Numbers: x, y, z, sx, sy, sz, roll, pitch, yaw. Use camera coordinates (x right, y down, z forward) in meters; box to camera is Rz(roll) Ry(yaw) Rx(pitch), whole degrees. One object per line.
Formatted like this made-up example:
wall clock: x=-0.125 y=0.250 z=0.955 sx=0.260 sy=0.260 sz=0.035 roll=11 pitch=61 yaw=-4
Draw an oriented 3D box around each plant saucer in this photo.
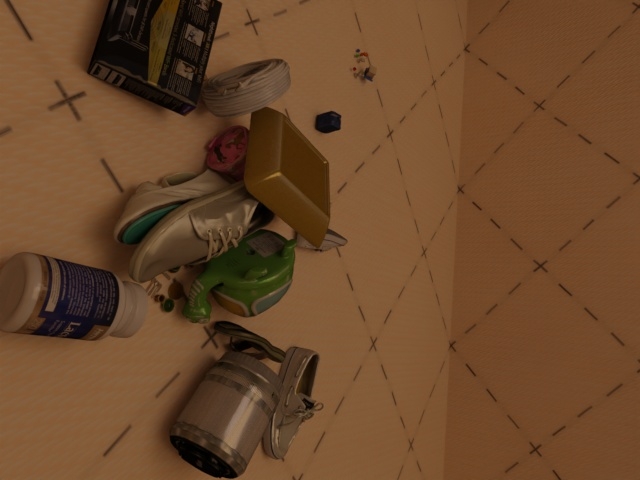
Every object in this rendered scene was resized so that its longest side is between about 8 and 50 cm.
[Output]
plant saucer: x=-0.069 y=-0.196 z=1.392 sx=0.333 sy=0.080 sz=0.333 roll=41 pitch=36 yaw=-41

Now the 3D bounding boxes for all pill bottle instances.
pill bottle: x=-0.502 y=0.125 z=1.002 sx=0.264 sy=0.153 sz=0.153 roll=24 pitch=69 yaw=-52

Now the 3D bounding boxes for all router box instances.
router box: x=-0.391 y=-0.496 z=1.181 sx=0.242 sy=0.081 sz=0.309 roll=20 pitch=73 yaw=-34

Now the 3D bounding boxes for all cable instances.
cable: x=-0.203 y=-0.430 z=1.360 sx=0.257 sy=0.257 sz=0.089 roll=-33 pitch=123 yaw=-24

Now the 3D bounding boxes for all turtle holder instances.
turtle holder: x=-0.208 y=0.113 z=1.358 sx=0.320 sy=0.243 sz=0.228 roll=-64 pitch=165 yaw=-51

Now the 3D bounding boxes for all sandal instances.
sandal: x=-0.207 y=0.326 z=1.468 sx=0.303 sy=0.120 sz=0.086 roll=46 pitch=67 yaw=-45

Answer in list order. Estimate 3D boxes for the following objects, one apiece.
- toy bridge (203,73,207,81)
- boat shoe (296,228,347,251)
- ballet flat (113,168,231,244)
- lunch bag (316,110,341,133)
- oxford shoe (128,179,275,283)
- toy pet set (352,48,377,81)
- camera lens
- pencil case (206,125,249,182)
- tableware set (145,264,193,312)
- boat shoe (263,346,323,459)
toy bridge: x=-0.360 y=-0.502 z=1.299 sx=0.026 sy=0.063 sz=0.188 roll=-31 pitch=104 yaw=-52
boat shoe: x=0.000 y=0.000 z=1.807 sx=0.258 sy=0.095 sz=0.084 roll=13 pitch=110 yaw=-48
ballet flat: x=-0.381 y=-0.099 z=1.226 sx=0.400 sy=0.139 sz=0.139 roll=-32 pitch=115 yaw=-55
lunch bag: x=0.034 y=-0.452 z=1.843 sx=0.067 sy=0.098 sz=0.065 roll=13 pitch=76 yaw=-49
oxford shoe: x=-0.272 y=-0.022 z=1.217 sx=0.449 sy=0.130 sz=0.169 roll=-37 pitch=161 yaw=-44
toy pet set: x=0.186 y=-0.748 z=2.126 sx=0.114 sy=0.065 sz=0.122 roll=21 pitch=64 yaw=-16
camera lens: x=-0.249 y=0.467 z=1.305 sx=0.274 sy=0.219 sz=0.219 roll=-59 pitch=134 yaw=-37
pencil case: x=-0.165 y=-0.191 z=1.487 sx=0.386 sy=0.167 sz=0.160 roll=37 pitch=38 yaw=-49
tableware set: x=-0.386 y=0.107 z=1.286 sx=0.104 sy=0.024 sz=0.154 roll=58 pitch=45 yaw=-37
boat shoe: x=-0.068 y=0.542 z=1.619 sx=0.136 sy=0.156 sz=0.367 roll=44 pitch=54 yaw=-46
